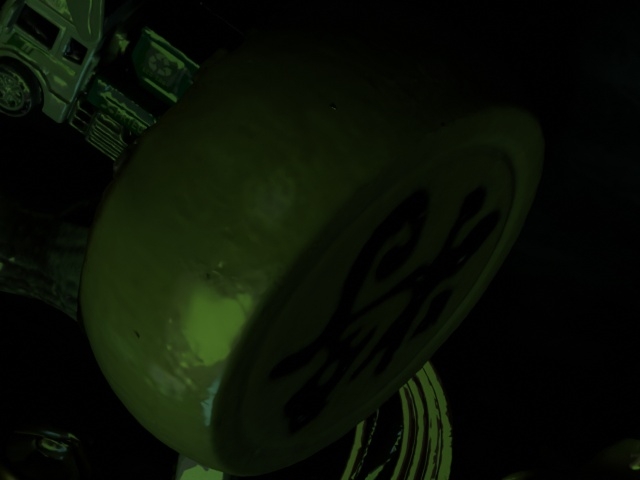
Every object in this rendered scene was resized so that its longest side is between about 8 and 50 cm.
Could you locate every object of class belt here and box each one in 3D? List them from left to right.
[{"bbox_3d":[-0.001,0.137,0.860,0.184,0.105,0.261,25,116,9],"label":"belt"}]

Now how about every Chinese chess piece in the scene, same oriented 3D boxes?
[{"bbox_3d":[0.000,0.000,0.644,0.104,0.257,0.257,40,150,25],"label":"Chinese chess piece"}]

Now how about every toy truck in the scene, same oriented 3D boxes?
[{"bbox_3d":[-0.087,-0.093,0.747,0.216,0.110,0.116,37,134,0],"label":"toy truck"}]

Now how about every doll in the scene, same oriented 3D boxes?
[{"bbox_3d":[-0.376,0.196,1.296,0.340,0.209,0.318,44,178,-9],"label":"doll"}]

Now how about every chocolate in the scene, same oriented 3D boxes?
[{"bbox_3d":[-0.184,0.006,0.946,0.248,0.110,0.110,18,143,29],"label":"chocolate"}]

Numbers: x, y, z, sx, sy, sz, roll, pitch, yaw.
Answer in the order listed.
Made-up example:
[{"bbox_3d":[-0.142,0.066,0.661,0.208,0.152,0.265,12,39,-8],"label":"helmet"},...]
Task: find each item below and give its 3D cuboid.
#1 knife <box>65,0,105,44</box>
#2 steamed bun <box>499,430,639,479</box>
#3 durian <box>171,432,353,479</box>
[{"bbox_3d":[-0.114,-0.211,0.624,0.058,0.032,0.244,30,129,17],"label":"knife"},{"bbox_3d":[0.205,0.225,0.846,0.295,0.137,0.292,33,140,-25],"label":"steamed bun"},{"bbox_3d":[-0.053,0.196,1.045,0.196,0.167,0.196,16,117,34],"label":"durian"}]
